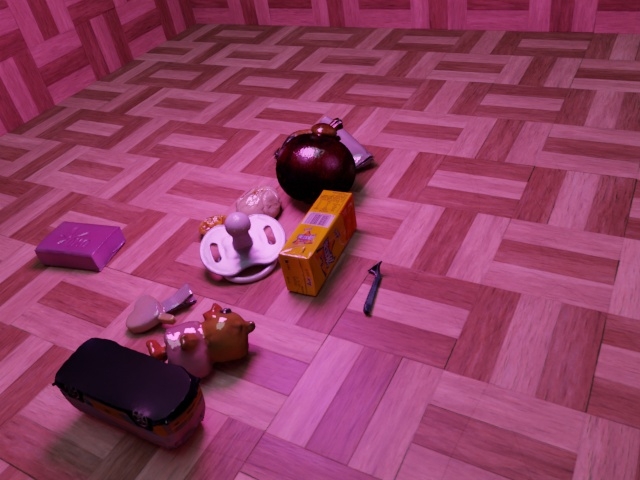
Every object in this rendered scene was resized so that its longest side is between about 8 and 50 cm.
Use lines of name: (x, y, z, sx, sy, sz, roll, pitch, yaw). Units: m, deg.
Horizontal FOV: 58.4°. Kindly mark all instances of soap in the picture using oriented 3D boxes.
soap: (-0.863, 0.017, 2.067, 0.259, 0.081, 0.181, 5, 40, 20)

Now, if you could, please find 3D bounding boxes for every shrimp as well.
shrimp: (-0.067, -0.398, 2.420, 0.222, 0.054, 0.290, 14, 40, 28)

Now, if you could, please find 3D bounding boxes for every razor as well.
razor: (0.155, 0.144, 1.698, 0.066, 0.033, 0.190, -41, 20, 41)

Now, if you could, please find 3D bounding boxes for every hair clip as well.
hair clip: (-0.485, 0.215, 1.742, 0.218, 0.071, 0.159, -29, 44, -16)

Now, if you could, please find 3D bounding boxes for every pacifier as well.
pacifier: (-0.253, 0.001, 1.831, 0.287, 0.226, 0.238, -16, 57, -5)

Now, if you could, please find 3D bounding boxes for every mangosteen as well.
mangosteen: (-0.017, -0.272, 2.057, 0.297, 0.293, 0.297, -1, 28, 0)

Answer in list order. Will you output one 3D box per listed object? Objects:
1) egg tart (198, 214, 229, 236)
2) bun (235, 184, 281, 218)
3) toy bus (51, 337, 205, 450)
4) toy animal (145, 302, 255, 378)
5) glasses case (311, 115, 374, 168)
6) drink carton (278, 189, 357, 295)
egg tart: (-0.369, -0.045, 2.048, 0.130, 0.052, 0.130, -8, 37, 6)
bun: (-0.228, -0.134, 2.079, 0.188, 0.111, 0.164, -37, 42, -25)
toy bus: (-0.458, 0.385, 1.432, 0.386, 0.162, 0.171, 11, 46, 26)
toy animal: (-0.311, 0.276, 1.546, 0.281, 0.195, 0.169, -28, 80, -15)
glasses case: (0.085, -0.374, 2.317, 0.128, 0.083, 0.308, -37, 57, -5)
drink carton: (0.000, 0.000, 1.817, 0.111, 0.154, 0.351, 8, 41, 23)
